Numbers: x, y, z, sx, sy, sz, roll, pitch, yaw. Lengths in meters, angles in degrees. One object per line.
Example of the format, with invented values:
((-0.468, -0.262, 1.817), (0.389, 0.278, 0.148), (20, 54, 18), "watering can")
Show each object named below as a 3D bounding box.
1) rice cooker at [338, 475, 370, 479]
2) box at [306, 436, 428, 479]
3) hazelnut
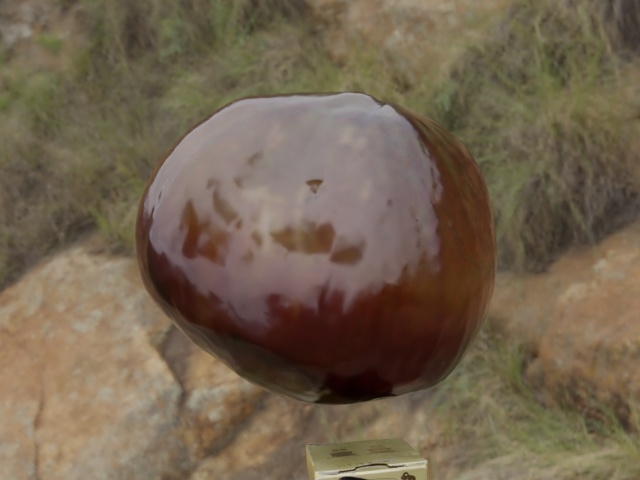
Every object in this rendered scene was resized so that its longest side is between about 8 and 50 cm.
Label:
((0.011, 0.137, 0.252), (0.118, 0.142, 0.203), (8, 13, 2), "rice cooker")
((0.028, 0.152, 0.788), (0.073, 0.020, 0.149), (-4, -4, -2), "box")
((0.000, 0.000, 0.801), (0.251, 0.217, 0.217), (12, 34, -4), "hazelnut")
